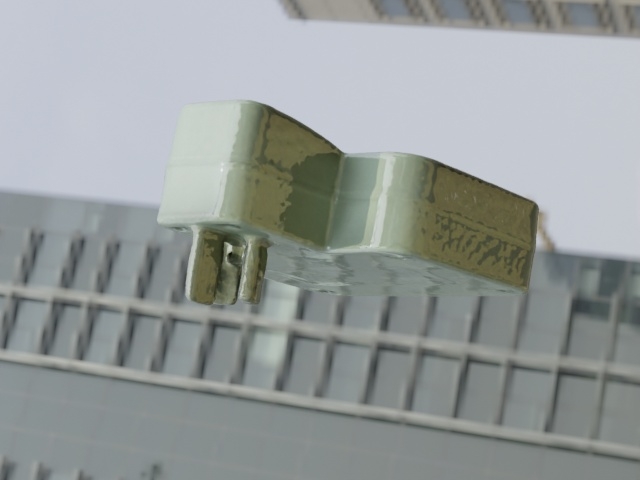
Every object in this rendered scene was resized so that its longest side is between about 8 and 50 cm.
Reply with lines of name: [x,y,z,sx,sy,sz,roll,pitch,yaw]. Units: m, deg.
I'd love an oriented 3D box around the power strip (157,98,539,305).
power strip: [0.000,0.000,1.213,0.261,0.229,0.141,19,-104,-43]
